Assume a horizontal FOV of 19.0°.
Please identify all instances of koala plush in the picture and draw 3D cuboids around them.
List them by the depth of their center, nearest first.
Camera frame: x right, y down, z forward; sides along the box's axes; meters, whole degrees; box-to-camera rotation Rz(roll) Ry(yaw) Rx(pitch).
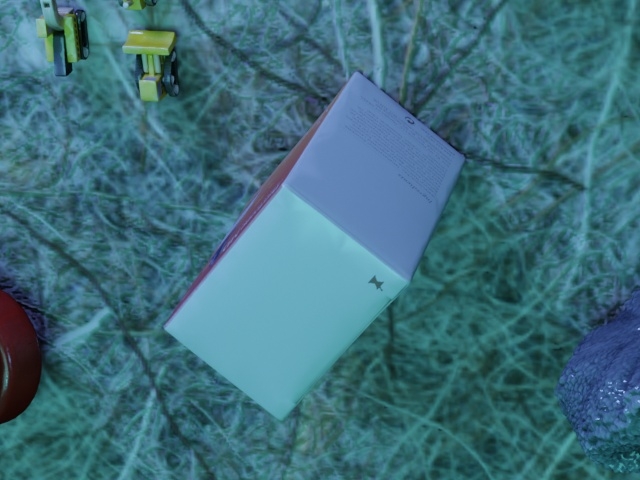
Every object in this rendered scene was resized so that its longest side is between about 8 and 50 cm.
[{"bbox_3d":[0.271,0.125,1.123,0.203,0.196,0.221,-25,108,38],"label":"koala plush"}]

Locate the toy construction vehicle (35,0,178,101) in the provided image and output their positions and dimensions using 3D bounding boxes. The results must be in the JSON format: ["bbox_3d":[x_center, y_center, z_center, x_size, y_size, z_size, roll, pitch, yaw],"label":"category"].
[{"bbox_3d":[-0.134,-0.133,1.189,0.085,0.035,0.098,6,118,14],"label":"toy construction vehicle"}]

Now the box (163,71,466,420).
[{"bbox_3d":[0.000,0.000,1.138,0.091,0.170,0.130,39,120,-5],"label":"box"}]

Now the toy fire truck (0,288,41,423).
[{"bbox_3d":[-0.356,0.084,1.314,0.254,0.169,0.302,47,122,18],"label":"toy fire truck"}]
